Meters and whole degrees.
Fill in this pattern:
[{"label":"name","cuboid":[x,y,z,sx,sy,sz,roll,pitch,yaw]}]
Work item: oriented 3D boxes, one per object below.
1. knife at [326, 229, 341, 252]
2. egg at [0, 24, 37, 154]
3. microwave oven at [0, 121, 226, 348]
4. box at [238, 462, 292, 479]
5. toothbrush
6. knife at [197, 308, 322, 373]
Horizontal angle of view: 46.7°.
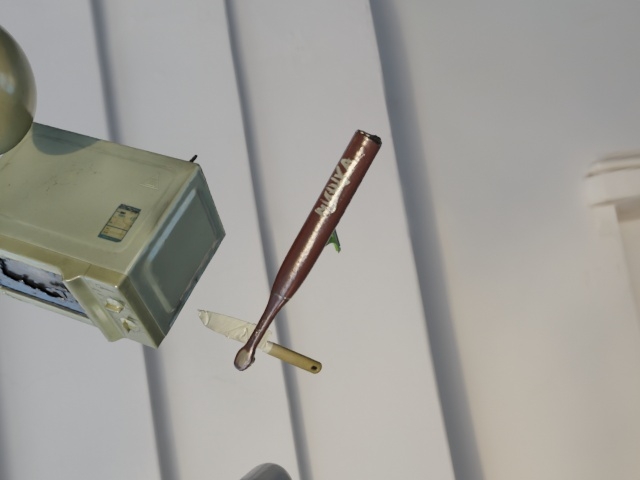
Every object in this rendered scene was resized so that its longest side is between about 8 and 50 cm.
[{"label":"knife","cuboid":[0.002,-0.001,1.414,0.022,0.078,0.166,-20,-178,24]},{"label":"egg","cuboid":[-0.488,-0.210,1.016,0.185,0.186,0.242,-8,155,-11]},{"label":"microwave oven","cuboid":[-0.380,-0.009,1.251,0.354,0.286,0.218,14,146,20]},{"label":"box","cuboid":[-0.119,0.762,1.906,0.141,0.349,0.288,-22,173,14]},{"label":"toothbrush","cuboid":[-0.022,0.020,0.971,0.040,0.364,0.041,28,-169,-6]},{"label":"knife","cuboid":[-0.106,0.182,1.359,0.297,0.047,0.017,28,-164,-32]}]
